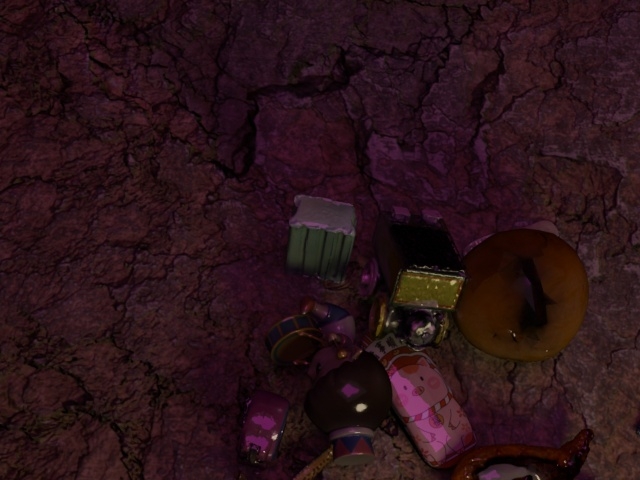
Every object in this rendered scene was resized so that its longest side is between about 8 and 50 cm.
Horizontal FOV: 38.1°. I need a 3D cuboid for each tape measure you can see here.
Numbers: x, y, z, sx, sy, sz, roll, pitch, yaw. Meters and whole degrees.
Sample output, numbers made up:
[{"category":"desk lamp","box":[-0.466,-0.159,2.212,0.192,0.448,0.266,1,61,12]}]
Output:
[{"category":"tape measure","box":[-0.097,0.307,1.496,0.074,0.118,0.125,16,62,1]}]

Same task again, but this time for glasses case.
[{"category":"glasses case","box":[0.162,0.259,1.562,0.103,0.067,0.267,-27,71,-18]}]

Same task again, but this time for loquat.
[{"category":"loquat","box":[0.336,0.094,1.563,0.235,0.235,0.235,2,66,-4]}]

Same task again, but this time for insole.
[{"category":"insole","box":[0.354,0.006,1.721,0.192,0.010,0.063,-19,69,-12]}]

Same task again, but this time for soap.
[{"category":"soap","box":[0.000,0.000,1.593,0.114,0.198,0.063,11,63,0]}]

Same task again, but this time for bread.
[{"category":"bread","box":[0.336,0.392,1.509,0.269,0.095,0.139,-6,90,-21]}]

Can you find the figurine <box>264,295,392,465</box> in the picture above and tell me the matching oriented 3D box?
[{"category":"figurine","box":[0.024,0.227,1.492,0.158,0.161,0.275,-16,47,-18]}]

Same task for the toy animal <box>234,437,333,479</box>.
[{"category":"toy animal","box":[-0.064,0.395,1.472,0.275,0.149,0.054,-12,24,-36]}]

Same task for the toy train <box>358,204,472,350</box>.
[{"category":"toy train","box":[0.149,0.065,1.553,0.134,0.177,0.261,7,29,-11]}]

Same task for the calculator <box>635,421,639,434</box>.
[{"category":"calculator","box":[0.629,0.350,1.589,0.172,0.018,0.057,30,69,7]}]
